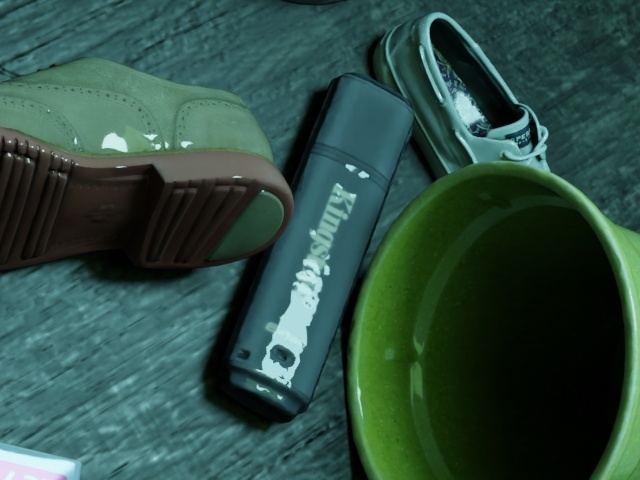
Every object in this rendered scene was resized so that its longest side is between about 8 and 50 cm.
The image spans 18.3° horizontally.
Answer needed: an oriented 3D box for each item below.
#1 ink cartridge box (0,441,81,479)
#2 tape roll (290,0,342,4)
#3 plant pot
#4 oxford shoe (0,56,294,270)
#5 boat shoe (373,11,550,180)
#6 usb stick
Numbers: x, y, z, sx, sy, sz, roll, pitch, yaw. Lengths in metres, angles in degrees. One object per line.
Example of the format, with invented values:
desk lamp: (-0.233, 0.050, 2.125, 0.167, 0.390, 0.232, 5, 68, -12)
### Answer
ink cartridge box: (-0.261, 0.268, 1.217, 0.185, 0.065, 0.311, 17, 69, -26)
tape roll: (-0.007, -0.296, 1.531, 0.219, 0.072, 0.219, 9, 71, -28)
plant pot: (0.202, 0.095, 1.452, 0.254, 0.276, 0.276, 8, 71, -42)
oxford shoe: (-0.194, -0.061, 1.343, 0.348, 0.123, 0.130, 7, 46, -28)
boat shoe: (0.130, -0.077, 1.543, 0.079, 0.081, 0.227, -41, 98, -33)
usb stick: (0.000, 0.000, 1.462, 0.077, 0.045, 0.278, 32, 62, -21)
